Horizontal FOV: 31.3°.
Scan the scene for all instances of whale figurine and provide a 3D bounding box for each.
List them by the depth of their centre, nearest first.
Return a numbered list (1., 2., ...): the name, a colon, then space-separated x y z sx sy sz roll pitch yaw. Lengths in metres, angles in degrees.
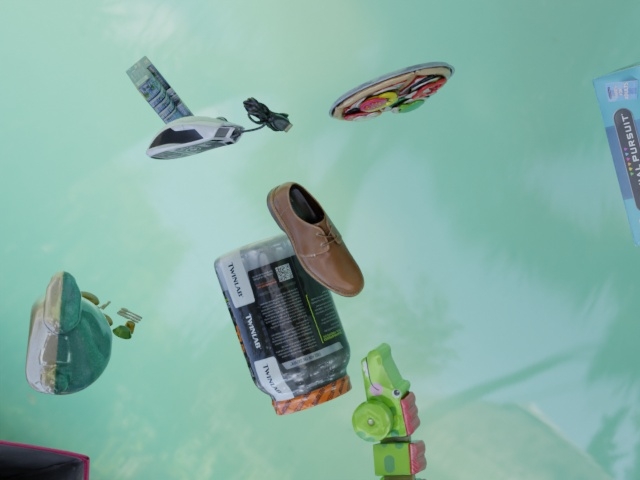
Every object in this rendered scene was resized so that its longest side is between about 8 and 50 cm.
1. whale figurine: -0.408 0.150 1.885 0.141 0.216 0.272 6 151 -14

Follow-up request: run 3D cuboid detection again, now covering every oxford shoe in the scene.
1. oxford shoe: 0.000 0.000 1.757 0.212 0.076 0.076 51 154 -8

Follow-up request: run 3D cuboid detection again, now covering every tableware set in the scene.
1. tableware set: -0.411 0.137 2.118 0.154 0.024 0.104 25 -162 1

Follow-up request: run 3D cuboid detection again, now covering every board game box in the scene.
1. board game box: 0.519 -0.151 1.774 0.079 0.336 0.254 -13 95 27
2. board game box: -0.321 -0.285 2.433 0.194 0.060 0.194 51 180 -26

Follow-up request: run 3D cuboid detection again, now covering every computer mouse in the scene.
1. computer mouse: -0.134 -0.139 1.410 0.193 0.042 0.106 -11 175 24

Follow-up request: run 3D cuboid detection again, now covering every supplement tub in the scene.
1. supplement tub: -0.067 0.161 2.268 0.207 0.207 0.338 -23 86 65

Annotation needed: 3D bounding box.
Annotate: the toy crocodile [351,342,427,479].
1. toy crocodile: 0.121 0.331 1.795 0.105 0.341 0.115 -8 179 20

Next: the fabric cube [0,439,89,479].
1. fabric cube: -0.498 0.417 1.557 0.254 0.259 0.258 20 150 -41

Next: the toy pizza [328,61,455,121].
1. toy pizza: 0.110 -0.215 1.719 0.032 0.201 0.201 71 158 7
